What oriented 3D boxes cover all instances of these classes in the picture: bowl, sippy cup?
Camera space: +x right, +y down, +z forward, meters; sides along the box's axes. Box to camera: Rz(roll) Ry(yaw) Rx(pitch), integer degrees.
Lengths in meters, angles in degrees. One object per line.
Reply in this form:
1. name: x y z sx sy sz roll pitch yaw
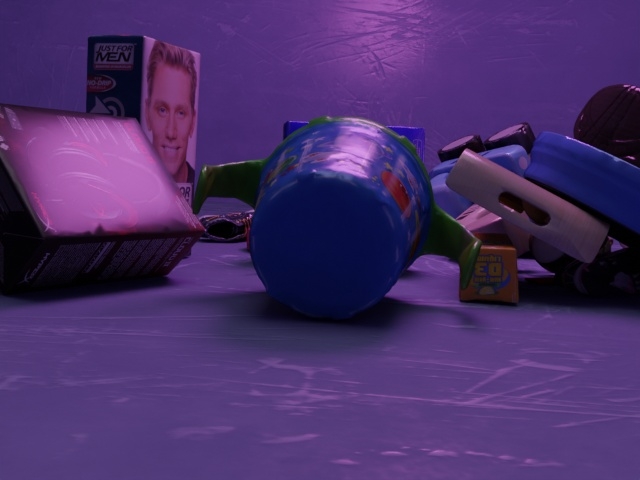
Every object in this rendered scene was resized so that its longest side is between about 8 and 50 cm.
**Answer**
1. bowl: 0.481 -0.034 1.152 0.391 0.077 0.391 31 8 -5
2. sippy cup: 0.018 -0.019 0.900 0.305 0.240 0.224 -19 11 13

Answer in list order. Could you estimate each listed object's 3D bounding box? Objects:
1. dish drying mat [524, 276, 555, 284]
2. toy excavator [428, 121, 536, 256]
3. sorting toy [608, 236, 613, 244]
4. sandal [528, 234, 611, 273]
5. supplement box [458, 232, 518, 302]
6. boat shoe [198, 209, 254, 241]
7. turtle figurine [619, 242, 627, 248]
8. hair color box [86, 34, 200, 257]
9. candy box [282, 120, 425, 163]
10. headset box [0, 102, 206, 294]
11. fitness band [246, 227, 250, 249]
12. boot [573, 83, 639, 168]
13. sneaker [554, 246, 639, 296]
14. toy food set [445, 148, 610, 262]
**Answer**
1. dish drying mat: 0.365 0.064 1.221 0.083 0.008 0.032 1 7 -32
2. toy excavator: 0.335 -0.062 1.585 0.445 0.222 0.433 -35 15 -33
3. sorting toy: 0.504 0.013 1.654 0.196 0.047 0.348 -2 5 -2
4. sandal: 0.442 0.015 1.375 0.219 0.090 0.060 -2 -2 -38
5. supplement box: 0.238 0.035 1.100 0.078 0.080 0.233 2 7 10
6. boat shoe: -0.169 -0.026 1.623 0.183 0.065 0.083 -6 11 -23
7. turtle figurine: 0.678 -0.111 1.701 0.274 0.266 0.198 -29 -9 -11
8. hair color box: -0.286 -0.141 1.235 0.105 0.347 0.174 5 6 20
9. candy box: 0.069 -0.133 1.763 0.317 0.268 0.122 2 2 -10
10. headset box: -0.307 -0.058 1.006 0.110 0.218 0.293 -44 -22 28
11. fitness band: 0.000 0.000 1.462 0.291 0.054 0.209 4 6 26
12. boot: 0.590 -0.103 1.202 0.284 0.138 0.377 26 13 -24
13. sneaker: 0.420 0.043 1.153 0.178 0.072 0.077 1 2 -38
14. toy food set: 0.298 -0.039 1.153 0.219 0.092 0.306 30 7 10
